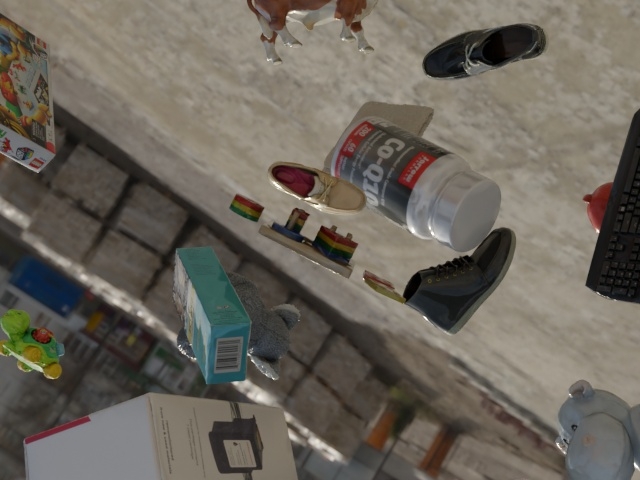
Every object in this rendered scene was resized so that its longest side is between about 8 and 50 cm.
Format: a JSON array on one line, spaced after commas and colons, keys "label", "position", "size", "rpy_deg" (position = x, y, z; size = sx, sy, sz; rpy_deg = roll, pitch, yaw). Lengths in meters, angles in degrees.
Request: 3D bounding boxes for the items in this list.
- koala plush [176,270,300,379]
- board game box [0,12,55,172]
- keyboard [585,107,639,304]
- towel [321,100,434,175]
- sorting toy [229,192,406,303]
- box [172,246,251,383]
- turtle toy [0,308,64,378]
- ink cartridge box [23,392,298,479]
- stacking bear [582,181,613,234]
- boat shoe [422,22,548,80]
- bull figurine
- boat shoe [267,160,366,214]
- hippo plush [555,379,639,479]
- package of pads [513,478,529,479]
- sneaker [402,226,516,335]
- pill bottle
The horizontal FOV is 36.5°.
[{"label": "koala plush", "position": [-0.148, 0.185, 2.048], "size": [0.221, 0.196, 0.203], "rpy_deg": [35, 150, -28]}, {"label": "board game box", "position": [-0.521, -0.263, 1.552], "size": [0.193, 0.053, 0.305], "rpy_deg": [32, -151, -40]}, {"label": "keyboard", "position": [0.512, -0.054, 1.414], "size": [0.201, 0.317, 0.033], "rpy_deg": [9, 165, 40]}, {"label": "towel", "position": [0.134, -0.226, 2.271], "size": [0.187, 0.282, 0.049], "rpy_deg": [11, 139, 29]}, {"label": "sorting toy", "position": [0.000, 0.000, 1.315], "size": [0.274, 0.046, 0.132], "rpy_deg": [27, -174, 2]}, {"label": "box", "position": [-0.166, 0.105, 1.452], "size": [0.060, 0.101, 0.244], "rpy_deg": [-2, -154, -20]}, {"label": "turtle toy", "position": [-0.451, 0.159, 1.510], "size": [0.095, 0.066, 0.130], "rpy_deg": [7, 147, 38]}, {"label": "ink cartridge box", "position": [-0.159, 0.236, 1.018], "size": [0.172, 0.100, 0.237], "rpy_deg": [-22, 157, 25]}, {"label": "stacking bear", "position": [0.676, -0.038, 2.000], "size": [0.175, 0.164, 0.289], "rpy_deg": [-6, -158, -36]}, {"label": "boat shoe", "position": [0.286, -0.341, 1.745], "size": [0.233, 0.084, 0.079], "rpy_deg": [-9, -173, 27]}, {"label": "bull figurine", "position": [0.015, -0.450, 1.856], "size": [0.310, 0.189, 0.101], "rpy_deg": [-8, 163, 10]}, {"label": "boat shoe", "position": [-0.008, -0.083, 1.565], "size": [0.170, 0.063, 0.059], "rpy_deg": [18, -179, 3]}, {"label": "hippo plush", "position": [0.473, 0.269, 1.408], "size": [0.236, 0.294, 0.234], "rpy_deg": [14, 125, 3]}, {"label": "package of pads", "position": [0.263, 0.445, 1.398], "size": [0.296, 0.101, 0.229], "rpy_deg": [-4, -167, -29]}, {"label": "sneaker", "position": [0.246, 0.054, 1.715], "size": [0.118, 0.222, 0.083], "rpy_deg": [31, -171, -18]}, {"label": "pill bottle", "position": [0.168, -0.100, 1.726], "size": [0.283, 0.161, 0.161], "rpy_deg": [31, 170, 37]}]
